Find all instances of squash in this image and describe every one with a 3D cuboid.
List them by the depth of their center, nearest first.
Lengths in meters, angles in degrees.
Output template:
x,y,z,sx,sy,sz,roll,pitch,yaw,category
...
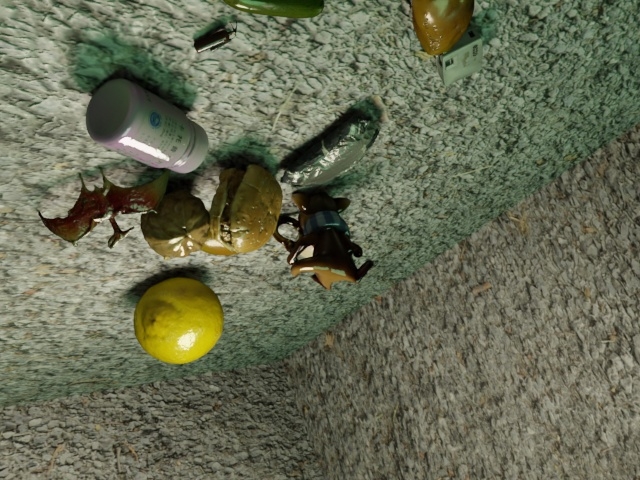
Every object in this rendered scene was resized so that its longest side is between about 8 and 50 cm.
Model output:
x,y,z,sx,sy,sz,roll,pitch,yaw,category
-0.096,-0.476,1.163,0.252,0.066,0.066,-9,154,-33,squash

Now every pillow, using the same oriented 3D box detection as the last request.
x,y,z,sx,sy,sz,roll,pitch,yaw,category
0.026,-0.254,1.768,0.335,0.092,0.162,-33,151,25,pillow

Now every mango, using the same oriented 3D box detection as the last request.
x,y,z,sx,sy,sz,roll,pitch,yaw,category
0.264,-0.516,1.313,0.156,0.151,0.248,-53,163,-20,mango
-0.322,-0.014,1.951,0.221,0.120,0.151,-8,151,-18,mango

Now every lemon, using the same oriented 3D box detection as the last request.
x,y,z,sx,sy,sz,roll,pitch,yaw,category
-0.523,0.297,2.204,0.348,0.347,0.348,-20,158,-8,lemon

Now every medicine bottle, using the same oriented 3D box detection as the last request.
x,y,z,sx,sy,sz,roll,pitch,yaw,category
-0.376,-0.245,1.312,0.152,0.151,0.255,-31,156,20,medicine bottle

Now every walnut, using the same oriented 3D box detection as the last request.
x,y,z,sx,sy,sz,roll,pitch,yaw,category
-0.407,-0.048,1.658,0.198,0.198,0.245,-14,-165,-21,walnut

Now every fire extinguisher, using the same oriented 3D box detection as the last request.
x,y,z,sx,sy,sz,roll,pitch,yaw,category
-0.212,-0.416,1.234,0.100,0.032,0.046,-20,148,8,fire extinguisher

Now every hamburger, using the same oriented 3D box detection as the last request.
x,y,z,sx,sy,sz,roll,pitch,yaw,category
-0.208,-0.089,1.725,0.145,0.259,0.283,9,-179,10,hamburger

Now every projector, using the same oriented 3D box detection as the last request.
x,y,z,sx,sy,sz,roll,pitch,yaw,category
0.371,-0.496,1.589,0.115,0.061,0.147,-27,158,5,projector

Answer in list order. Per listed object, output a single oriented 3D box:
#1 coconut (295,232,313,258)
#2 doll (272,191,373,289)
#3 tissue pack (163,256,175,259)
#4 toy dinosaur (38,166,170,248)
x,y,z,sx,sy,sz,roll,pitch,yaw,category
-0.002,-0.008,2.212,0.171,0.170,0.183,-13,162,-25,coconut
0.000,0.003,2.015,0.318,0.339,0.209,-8,156,-10,doll
-0.491,0.034,2.003,0.083,0.035,0.063,-12,156,-30,tissue pack
-0.549,-0.103,1.536,0.327,0.113,0.206,-45,118,3,toy dinosaur
